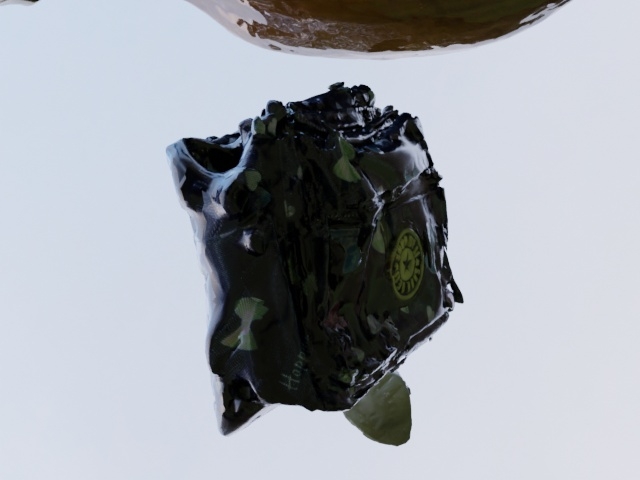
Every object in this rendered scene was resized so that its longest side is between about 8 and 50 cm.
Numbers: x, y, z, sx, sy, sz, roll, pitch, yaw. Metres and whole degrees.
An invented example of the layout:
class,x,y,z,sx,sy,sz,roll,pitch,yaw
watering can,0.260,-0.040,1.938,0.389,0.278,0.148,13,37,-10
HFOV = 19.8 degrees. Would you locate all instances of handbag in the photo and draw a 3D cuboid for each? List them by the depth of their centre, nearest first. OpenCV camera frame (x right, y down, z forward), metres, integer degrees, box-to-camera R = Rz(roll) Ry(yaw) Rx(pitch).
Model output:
class,x,y,z,sx,sy,sz,roll,pitch,yaw
handbag,0.000,0.000,0.981,0.260,0.113,0.162,-23,-79,-69

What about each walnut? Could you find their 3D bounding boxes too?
class,x,y,z,sx,sy,sz,roll,pitch,yaw
walnut,0.033,-0.215,1.208,0.336,0.209,0.209,-14,-60,7

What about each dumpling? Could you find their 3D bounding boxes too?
class,x,y,z,sx,sy,sz,roll,pitch,yaw
dumpling,0.043,0.131,1.490,0.059,0.043,0.077,-7,-97,-19

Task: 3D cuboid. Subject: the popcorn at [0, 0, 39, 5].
class,x,y,z,sx,sy,sz,roll,pitch,yaw
popcorn,-0.153,-0.243,0.663,0.325,0.290,0.321,-17,-107,-54
